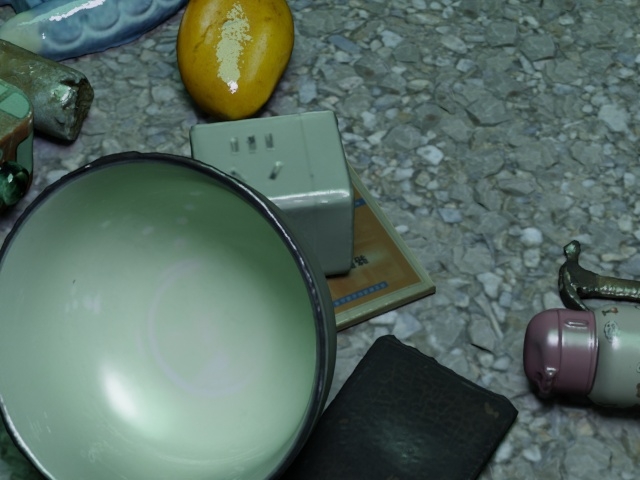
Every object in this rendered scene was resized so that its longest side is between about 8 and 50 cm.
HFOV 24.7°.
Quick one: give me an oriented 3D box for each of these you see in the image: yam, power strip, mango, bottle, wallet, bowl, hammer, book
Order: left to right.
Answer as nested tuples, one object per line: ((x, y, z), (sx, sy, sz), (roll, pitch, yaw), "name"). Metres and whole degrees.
((-0.395, -0.202, 1.781), (0.259, 0.093, 0.093), (23, 53, 17), "yam")
((-0.134, 0.089, 1.436), (0.354, 0.353, 0.185), (21, 9, 16), "bowl")
((-0.106, -0.236, 1.801), (0.145, 0.112, 0.219), (5, 54, 0), "mango")
((-0.082, -0.041, 1.597), (0.224, 0.139, 0.140), (-6, 51, -5), "power strip")
((0.000, -0.001, 1.666), (0.170, 0.018, 0.241), (-21, 53, -18), "book")
((0.056, 0.240, 1.451), (0.170, 0.044, 0.321), (25, 51, 18), "wallet")
((0.327, 0.121, 1.513), (0.233, 0.110, 0.110), (5, 50, 3), "bottle")
((0.413, 0.061, 1.620), (0.297, 0.027, 0.125), (6, 49, 3), "hammer")

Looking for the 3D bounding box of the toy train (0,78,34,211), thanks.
((-0.461, -0.138, 1.696), (0.326, 0.129, 0.159), (25, 45, 17), "toy train")

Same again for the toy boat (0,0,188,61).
((-0.296, -0.362, 1.897), (0.330, 0.123, 0.215), (-22, 53, -17), "toy boat")
